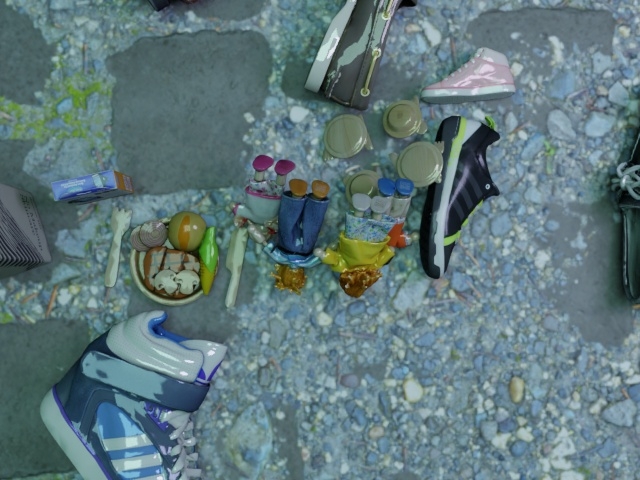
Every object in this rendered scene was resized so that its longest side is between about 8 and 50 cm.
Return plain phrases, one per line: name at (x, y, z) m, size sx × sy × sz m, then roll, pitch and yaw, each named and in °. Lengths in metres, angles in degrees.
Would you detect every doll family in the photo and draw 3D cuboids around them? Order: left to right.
doll family at (0.000, 0.000, 1.111) m, size 0.263 × 0.118 × 0.163 m, roll 11°, pitch 128°, yaw -1°

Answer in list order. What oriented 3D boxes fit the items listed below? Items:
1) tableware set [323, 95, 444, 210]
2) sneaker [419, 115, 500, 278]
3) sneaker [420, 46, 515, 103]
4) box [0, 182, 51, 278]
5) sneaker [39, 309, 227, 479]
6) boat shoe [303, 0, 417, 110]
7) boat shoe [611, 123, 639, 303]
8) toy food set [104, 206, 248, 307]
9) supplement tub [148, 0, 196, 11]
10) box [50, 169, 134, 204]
tableware set at (0.085, -0.121, 1.151) m, size 0.169 × 0.020 × 0.141 m, roll -18°, pitch 72°, yaw 16°
sneaker at (0.197, -0.059, 1.150) m, size 0.097 × 0.084 × 0.234 m, roll 10°, pitch 88°, yaw -2°
sneaker at (0.202, -0.230, 1.174) m, size 0.134 × 0.051 × 0.070 m, roll -6°, pitch 87°, yaw -5°
box at (-0.425, -0.012, 1.035) m, size 0.094 × 0.275 × 0.113 m, roll -18°, pitch 90°, yaw -2°
sneaker at (-0.188, 0.248, 1.105) m, size 0.236 × 0.130 × 0.323 m, roll -42°, pitch 84°, yaw 2°
boat shoe at (0.086, -0.336, 1.144) m, size 0.097 × 0.116 × 0.324 m, roll 25°, pitch 92°, yaw -5°
boat shoe at (0.450, -0.065, 1.144) m, size 0.105 × 0.113 × 0.306 m, roll -2°, pitch 98°, yaw -16°
toy food set at (-0.202, 0.024, 1.158) m, size 0.192 × 0.038 × 0.132 m, roll 8°, pitch 88°, yaw -1°
supplement tub at (-0.160, -0.393, 1.140) m, size 0.198 × 0.106 × 0.106 m, roll -35°, pitch 89°, yaw -3°
box at (-0.299, -0.070, 1.110) m, size 0.081 × 0.136 × 0.028 m, roll -12°, pitch 88°, yaw -3°
